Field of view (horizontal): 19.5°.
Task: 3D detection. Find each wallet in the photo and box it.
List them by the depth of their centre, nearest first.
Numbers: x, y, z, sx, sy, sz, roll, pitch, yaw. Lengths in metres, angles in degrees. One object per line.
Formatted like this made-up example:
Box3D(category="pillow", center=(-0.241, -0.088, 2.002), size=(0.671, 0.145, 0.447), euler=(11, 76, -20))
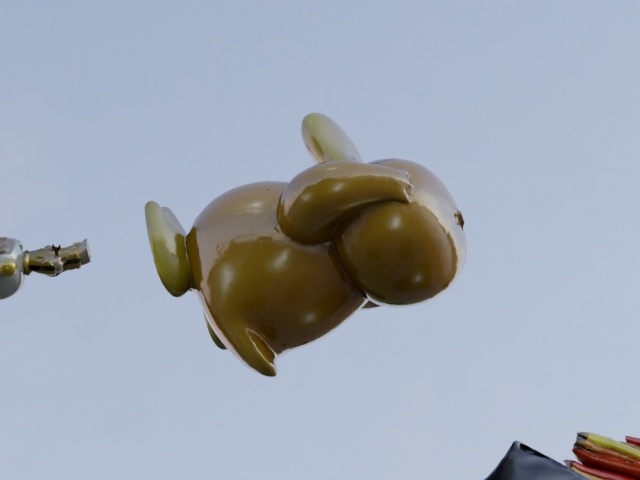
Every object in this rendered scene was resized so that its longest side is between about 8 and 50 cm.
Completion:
Box3D(category="wallet", center=(0.335, 0.249, 1.874), size=(0.141, 0.067, 0.241), euler=(15, -11, 22))

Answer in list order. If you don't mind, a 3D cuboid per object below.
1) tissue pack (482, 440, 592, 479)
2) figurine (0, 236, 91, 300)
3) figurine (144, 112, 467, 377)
Box3D(category="tissue pack", center=(0.215, 0.313, 1.391), size=(0.245, 0.332, 0.123), euler=(-49, -36, -19))
Box3D(category="figurine", center=(-0.320, 0.024, 2.006), size=(0.143, 0.101, 0.068), euler=(-18, -74, -26))
Box3D(category="figurine", center=(-0.005, 0.008, 1.518), size=(0.228, 0.215, 0.215), euler=(-39, -38, 0))
